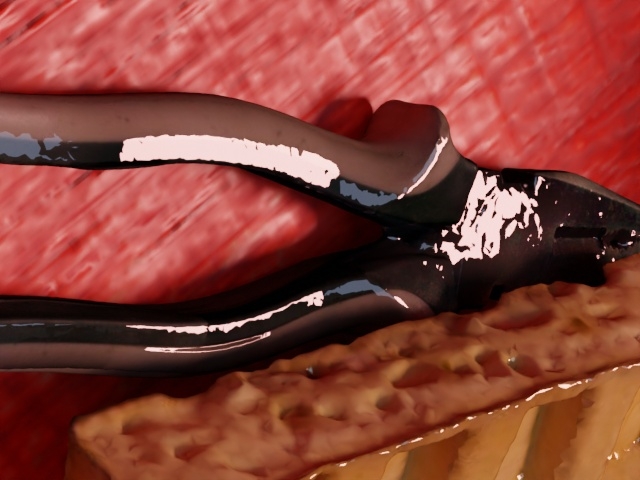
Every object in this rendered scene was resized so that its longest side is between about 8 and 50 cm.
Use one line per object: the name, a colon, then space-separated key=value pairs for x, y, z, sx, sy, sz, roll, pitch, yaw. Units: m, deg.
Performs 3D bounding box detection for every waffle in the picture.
waffle: x=0.032 y=0.106 z=0.623 sx=0.274 sy=0.057 sz=0.168 roll=-13 pitch=128 yaw=-37

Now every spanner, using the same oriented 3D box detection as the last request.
spanner: x=0.000 y=0.000 z=0.612 sx=0.325 sy=0.040 sz=0.095 roll=0 pitch=100 yaw=-38
